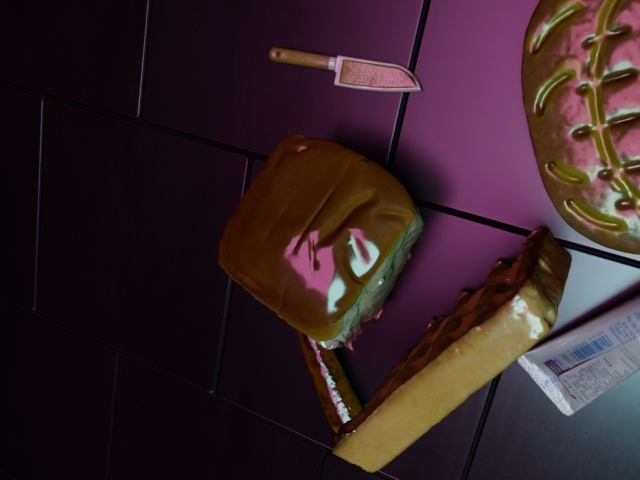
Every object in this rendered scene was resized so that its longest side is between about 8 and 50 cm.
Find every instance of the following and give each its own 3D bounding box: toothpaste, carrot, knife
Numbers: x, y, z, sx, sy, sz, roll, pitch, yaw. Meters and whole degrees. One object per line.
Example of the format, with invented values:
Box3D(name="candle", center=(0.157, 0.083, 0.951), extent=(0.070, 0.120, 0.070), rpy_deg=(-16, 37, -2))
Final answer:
Box3D(name="toothpaste", center=(0.423, 0.134, 0.804), extent=(0.114, 0.073, 0.299), rpy_deg=(49, 124, 6))
Box3D(name="carrot", center=(0.003, 0.201, 1.012), extent=(0.066, 0.066, 0.315), rpy_deg=(-21, 92, 27))
Box3D(name="knife", center=(0.036, -0.264, 0.907), extent=(0.255, 0.022, 0.046), rpy_deg=(15, 100, 17))

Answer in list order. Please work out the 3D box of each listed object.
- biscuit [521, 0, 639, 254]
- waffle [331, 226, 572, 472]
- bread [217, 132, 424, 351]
Box3D(name="biscuit", center=(0.433, -0.183, 0.715), extent=(0.350, 0.070, 0.395), rpy_deg=(-18, 94, 27))
Box3D(name="waffle", center=(0.183, 0.142, 0.781), extent=(0.077, 0.304, 0.348), rpy_deg=(45, 118, 9))
Box3D(name="bread", center=(0.000, 0.000, 0.873), extent=(0.250, 0.225, 0.279), rpy_deg=(34, 96, 20))
